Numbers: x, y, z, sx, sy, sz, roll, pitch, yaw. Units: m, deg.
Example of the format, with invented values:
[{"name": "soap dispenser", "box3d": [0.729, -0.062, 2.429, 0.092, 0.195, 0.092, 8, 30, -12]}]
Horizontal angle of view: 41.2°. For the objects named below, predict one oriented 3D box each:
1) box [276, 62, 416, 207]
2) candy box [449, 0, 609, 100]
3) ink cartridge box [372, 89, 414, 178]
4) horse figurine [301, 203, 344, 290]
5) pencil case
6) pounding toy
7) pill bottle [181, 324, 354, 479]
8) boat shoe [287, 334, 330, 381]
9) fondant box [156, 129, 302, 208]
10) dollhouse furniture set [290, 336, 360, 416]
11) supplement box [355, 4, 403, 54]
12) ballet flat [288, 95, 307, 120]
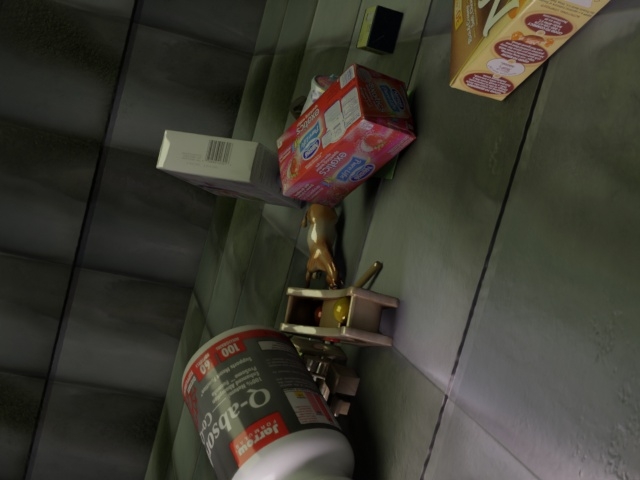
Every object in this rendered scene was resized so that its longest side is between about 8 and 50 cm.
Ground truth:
[{"name": "box", "box3d": [0.040, -0.182, 1.536, 0.257, 0.123, 0.128, -39, 48, 43]}, {"name": "candy box", "box3d": [0.270, -0.331, 1.049, 0.316, 0.088, 0.183, 136, 144, -62]}, {"name": "ink cartridge box", "box3d": [0.095, -0.205, 1.621, 0.235, 0.056, 0.171, -157, 81, -76]}, {"name": "horse figurine", "box3d": [0.000, 0.000, 1.763, 0.174, 0.066, 0.263, 121, 155, -62]}, {"name": "pencil case", "box3d": [-0.005, -0.226, 1.879, 0.124, 0.113, 0.273, -56, -11, -62]}, {"name": "pounding toy", "box3d": [0.027, 0.093, 1.426, 0.269, 0.154, 0.154, 158, 123, -71]}, {"name": "pill bottle", "box3d": [-0.072, 0.323, 1.354, 0.363, 0.210, 0.210, 55, 132, 44]}, {"name": "boat shoe", "box3d": [-0.059, 0.258, 1.701, 0.109, 0.091, 0.305, -105, 32, -59]}, {"name": "fondant box", "box3d": [-0.199, -0.163, 2.006, 0.330, 0.238, 0.096, 28, -107, -70]}, {"name": "dollhouse furniture set", "box3d": [-0.019, 0.290, 1.520, 0.161, 0.101, 0.182, -132, 57, -71]}, {"name": "supplement box", "box3d": [0.117, -0.422, 1.711, 0.083, 0.056, 0.083, -143, 68, -73]}, {"name": "ballet flat", "box3d": [-0.023, -0.302, 2.121, 0.084, 0.058, 0.250, -40, 26, 1]}]
